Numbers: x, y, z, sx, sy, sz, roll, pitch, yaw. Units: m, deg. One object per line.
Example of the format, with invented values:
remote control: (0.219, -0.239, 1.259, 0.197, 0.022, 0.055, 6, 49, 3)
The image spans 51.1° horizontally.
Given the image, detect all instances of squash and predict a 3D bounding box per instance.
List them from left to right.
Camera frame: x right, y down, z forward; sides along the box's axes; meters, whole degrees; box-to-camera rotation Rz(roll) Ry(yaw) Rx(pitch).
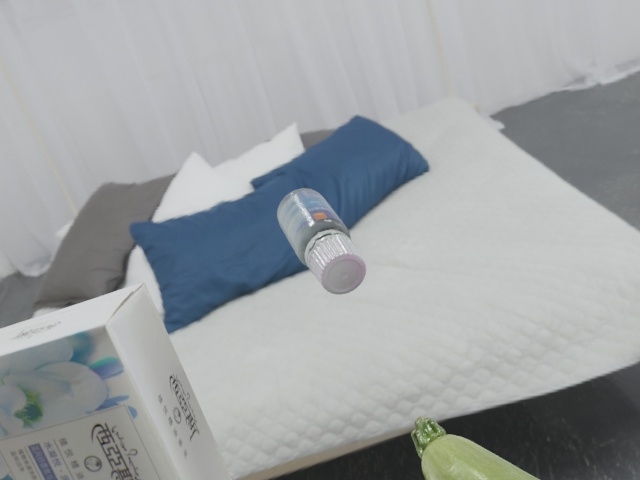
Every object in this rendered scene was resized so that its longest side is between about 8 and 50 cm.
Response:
squash: (0.148, 0.226, 0.622, 0.094, 0.094, 0.224, -26, 24, -16)

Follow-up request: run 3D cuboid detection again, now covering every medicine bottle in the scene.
medicine bottle: (0.000, 0.000, 0.965, 0.084, 0.083, 0.203, -21, 34, -7)

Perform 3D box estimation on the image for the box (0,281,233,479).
box: (-0.237, 0.210, 0.707, 0.203, 0.274, 0.116, -17, 14, 11)
